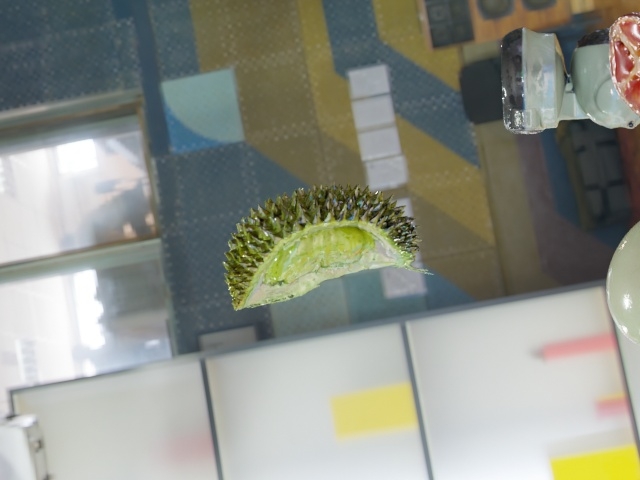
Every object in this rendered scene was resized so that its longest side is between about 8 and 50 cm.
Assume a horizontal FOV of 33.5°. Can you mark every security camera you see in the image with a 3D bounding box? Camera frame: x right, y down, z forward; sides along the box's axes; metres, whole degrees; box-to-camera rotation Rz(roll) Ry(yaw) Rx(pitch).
[{"bbox_3d":[0.468,-0.290,1.909,0.197,0.277,0.191,-9,-82,-77],"label":"security camera"}]

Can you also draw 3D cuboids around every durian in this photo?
[{"bbox_3d":[0.000,0.000,1.736,0.158,0.352,0.169,-146,46,-61],"label":"durian"}]

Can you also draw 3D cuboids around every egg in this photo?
[{"bbox_3d":[0.607,0.062,1.815,0.269,0.219,0.219,-62,-14,-11],"label":"egg"}]

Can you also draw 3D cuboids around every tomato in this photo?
[{"bbox_3d":[0.473,-0.247,1.484,0.155,0.069,0.155,164,90,-73],"label":"tomato"}]
